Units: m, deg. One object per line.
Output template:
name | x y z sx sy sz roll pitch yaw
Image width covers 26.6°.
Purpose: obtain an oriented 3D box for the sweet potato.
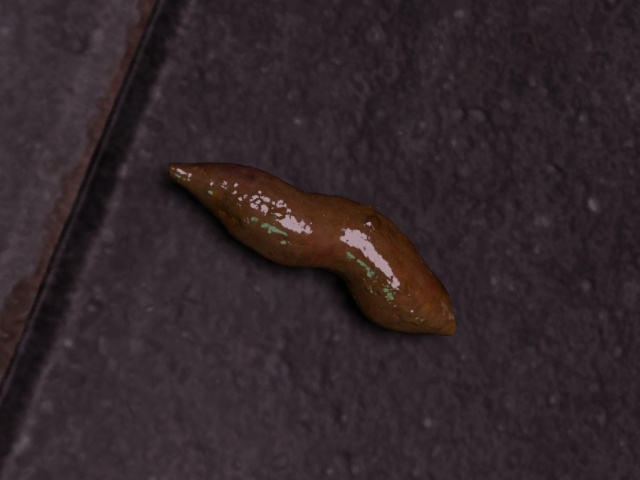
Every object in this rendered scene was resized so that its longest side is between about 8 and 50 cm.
sweet potato | 0.002 -0.003 0.873 0.218 0.051 0.065 31 70 -13
